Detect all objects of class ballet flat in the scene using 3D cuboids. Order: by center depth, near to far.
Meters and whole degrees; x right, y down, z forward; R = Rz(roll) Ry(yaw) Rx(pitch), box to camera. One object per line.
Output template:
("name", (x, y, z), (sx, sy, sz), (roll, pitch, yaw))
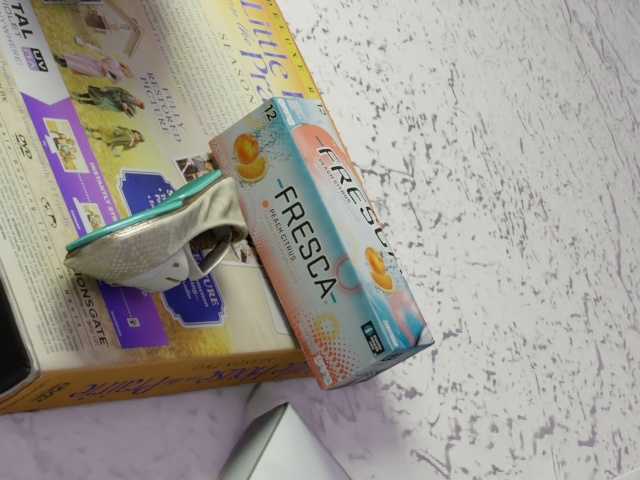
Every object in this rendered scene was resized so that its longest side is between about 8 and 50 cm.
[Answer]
("ballet flat", (-0.083, 0.001, 0.891), (0.168, 0.057, 0.052), (-34, 102, -61))

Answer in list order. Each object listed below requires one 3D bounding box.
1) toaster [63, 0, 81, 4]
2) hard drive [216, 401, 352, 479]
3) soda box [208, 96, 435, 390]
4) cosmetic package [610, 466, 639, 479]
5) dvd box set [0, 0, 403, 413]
("toaster", (-0.129, -0.259, 0.988), (0.168, 0.110, 0.186), (54, 40, -6))
("hard drive", (0.034, 0.270, 0.960), (0.307, 0.040, 0.203), (53, 28, -12))
("soda box", (0.000, 0.000, 1.012), (0.058, 0.063, 0.183), (-5, 67, -58))
("cosmetic package", (0.286, 0.303, 1.274), (0.060, 0.099, 0.239), (1, 62, -61))
("dvd box set", (-0.111, -0.051, 1.021), (0.420, 0.062, 0.307), (0, 63, -58))
